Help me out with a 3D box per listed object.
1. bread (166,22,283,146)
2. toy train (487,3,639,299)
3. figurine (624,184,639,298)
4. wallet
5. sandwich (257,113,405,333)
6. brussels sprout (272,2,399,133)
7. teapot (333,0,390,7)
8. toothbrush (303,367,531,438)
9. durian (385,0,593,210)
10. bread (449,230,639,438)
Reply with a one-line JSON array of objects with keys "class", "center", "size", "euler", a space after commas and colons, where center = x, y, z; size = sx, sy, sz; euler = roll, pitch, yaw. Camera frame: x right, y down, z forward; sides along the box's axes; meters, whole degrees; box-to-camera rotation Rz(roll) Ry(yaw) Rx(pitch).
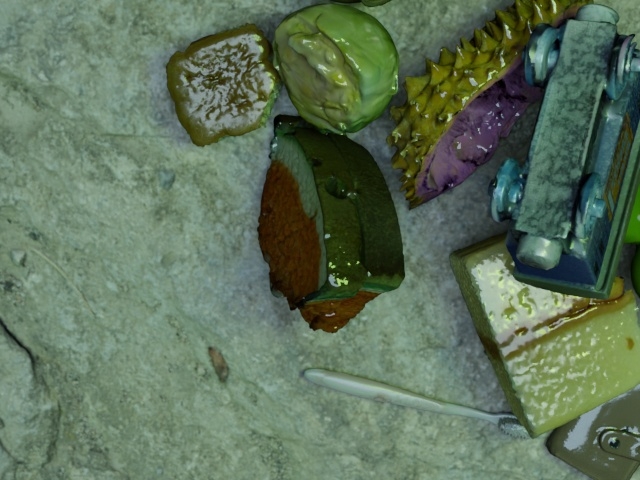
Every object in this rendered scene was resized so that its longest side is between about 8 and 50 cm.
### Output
[{"class": "bread", "center": [-0.111, -0.184, 1.422], "size": [0.140, 0.069, 0.128], "euler": [-23, 99, 5]}, {"class": "toy train", "center": [0.273, -0.094, 1.288], "size": [0.131, 0.202, 0.300], "euler": [12, 73, 25]}, {"class": "figurine", "center": [0.409, 0.000, 1.410], "size": [0.263, 0.162, 0.143], "euler": [36, 123, 9]}, {"class": "wallet", "center": [0.370, 0.231, 1.502], "size": [0.118, 0.039, 0.153], "euler": [30, 97, -2]}, {"class": "sandwich", "center": [0.006, -0.003, 1.383], "size": [0.109, 0.292, 0.212], "euler": [8, 112, -22]}, {"class": "brussels sprout", "center": [0.027, -0.208, 1.369], "size": [0.149, 0.122, 0.151], "euler": [8, 130, 41]}, {"class": "teapot", "center": [0.044, -0.377, 1.355], "size": [0.269, 0.173, 0.182], "euler": [-40, 72, -3]}, {"class": "toothbrush", "center": [0.127, 0.205, 1.503], "size": [0.307, 0.029, 0.025], "euler": [14, 107, -2]}, {"class": "durian", "center": [0.179, -0.190, 1.378], "size": [0.341, 0.191, 0.112], "euler": [-48, 64, 8]}, {"class": "bread", "center": [0.281, 0.092, 1.436], "size": [0.178, 0.135, 0.240], "euler": [-24, 97, 0]}]
